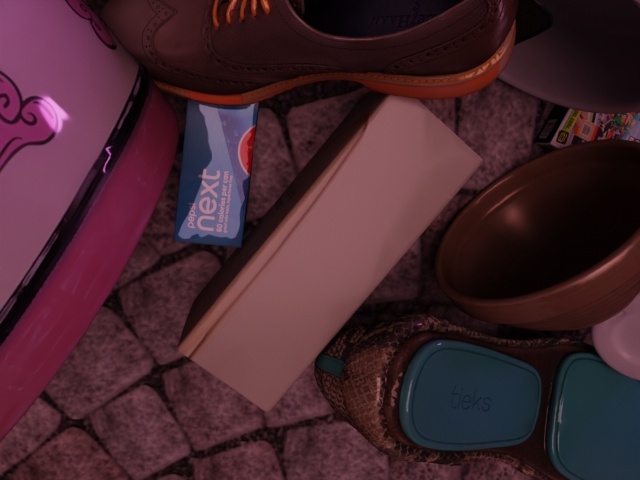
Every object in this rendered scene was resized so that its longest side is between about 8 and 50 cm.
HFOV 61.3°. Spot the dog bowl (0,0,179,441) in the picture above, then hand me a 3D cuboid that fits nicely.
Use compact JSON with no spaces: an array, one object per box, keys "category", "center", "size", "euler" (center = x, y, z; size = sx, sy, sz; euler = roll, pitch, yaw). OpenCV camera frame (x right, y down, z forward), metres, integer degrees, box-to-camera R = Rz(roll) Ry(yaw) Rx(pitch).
[{"category":"dog bowl","center":[-0.269,-0.009,0.410],"size":[0.150,0.408,0.408],"euler":[36,94,-31]}]

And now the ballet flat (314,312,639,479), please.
[{"category":"ballet flat","center":[0.203,0.174,0.596],"size":[0.483,0.182,0.163],"euler":[20,80,-28]}]

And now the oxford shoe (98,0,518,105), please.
[{"category":"oxford shoe","center":[-0.035,-0.188,0.424],"size":[0.364,0.133,0.129],"euler":[2,86,16]}]

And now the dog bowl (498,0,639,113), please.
[{"category":"dog bowl","center":[0.212,-0.233,0.484],"size":[0.265,0.265,0.104],"euler":[34,93,-13]}]

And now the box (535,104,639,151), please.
[{"category":"box","center":[0.354,-0.181,0.631],"size":[0.114,0.036,0.206],"euler":[26,96,-12]}]

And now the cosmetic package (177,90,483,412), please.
[{"category":"cosmetic package","center":[0.000,0.000,0.554],"size":[0.113,0.160,0.309],"euler":[38,92,-12]}]

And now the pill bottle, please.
[{"category":"pill bottle","center":[0.371,0.064,0.605],"size":[0.108,0.180,0.107],"euler":[15,122,26]}]

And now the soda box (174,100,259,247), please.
[{"category":"soda box","center":[-0.105,-0.103,0.566],"size":[0.071,0.067,0.210],"euler":[7,100,-9]}]

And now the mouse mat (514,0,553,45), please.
[{"category":"mouse mat","center":[0.111,-0.222,0.510],"size":[0.153,0.190,0.007],"euler":[33,86,-13]}]

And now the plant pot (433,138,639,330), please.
[{"category":"plant pot","center":[0.247,0.012,0.556],"size":[0.237,0.237,0.109],"euler":[-41,111,1]}]
